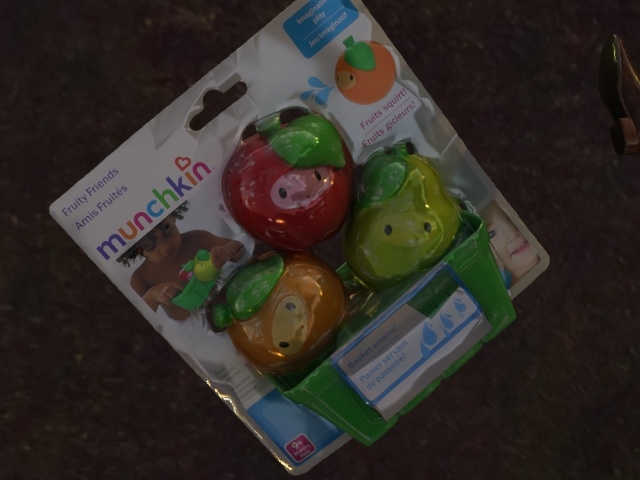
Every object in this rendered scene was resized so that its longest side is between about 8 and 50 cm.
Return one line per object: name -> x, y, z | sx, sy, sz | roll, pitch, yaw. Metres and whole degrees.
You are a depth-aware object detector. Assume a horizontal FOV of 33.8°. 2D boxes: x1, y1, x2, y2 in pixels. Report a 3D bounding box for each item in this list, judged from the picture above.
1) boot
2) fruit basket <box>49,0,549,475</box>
boot -> 0.291, -0.120, 0.867 | 0.114, 0.037, 0.106 | -4, 84, -10
fruit basket -> 0.000, 0.000, 0.938 | 0.327, 0.353, 0.165 | -40, 25, -4
